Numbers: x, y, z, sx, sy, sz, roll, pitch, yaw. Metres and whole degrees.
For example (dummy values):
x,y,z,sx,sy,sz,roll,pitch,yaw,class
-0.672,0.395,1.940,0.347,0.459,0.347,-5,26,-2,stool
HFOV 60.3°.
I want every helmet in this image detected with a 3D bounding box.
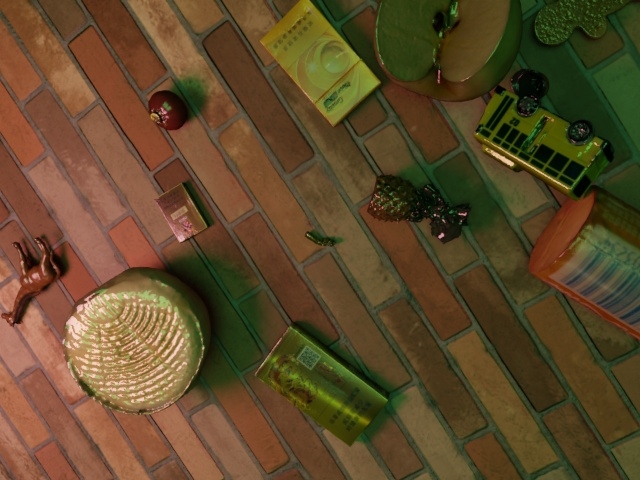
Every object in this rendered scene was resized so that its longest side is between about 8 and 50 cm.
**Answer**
x,y,z,sx,sy,sz,roll,pitch,yaw,class
0.469,-0.345,1.216,0.084,0.049,0.065,44,135,31,helmet

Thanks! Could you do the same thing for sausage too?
x,y,z,sx,sy,sz,roll,pitch,yaw,class
0.628,0.051,1.157,0.287,0.233,0.233,31,102,4,sausage

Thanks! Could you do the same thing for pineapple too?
x,y,z,sx,sy,sz,roll,pitch,yaw,class
0.232,-0.075,1.276,0.236,0.119,0.111,16,57,3,pineapple

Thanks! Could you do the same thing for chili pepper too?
x,y,z,sx,sy,sz,roll,pitch,yaw,class
0.000,0.000,1.365,0.083,0.022,0.027,18,103,11,chili pepper

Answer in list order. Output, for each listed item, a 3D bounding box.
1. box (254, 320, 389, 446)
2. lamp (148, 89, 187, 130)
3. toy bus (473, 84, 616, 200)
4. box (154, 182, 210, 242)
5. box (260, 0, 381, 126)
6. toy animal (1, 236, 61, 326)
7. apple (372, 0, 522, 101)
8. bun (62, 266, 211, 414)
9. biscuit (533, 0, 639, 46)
x,y,z,sx,sy,sz,roll,pitch,yaw,class
0.003,0.368,1.409,0.311,0.043,0.173,36,103,3,box
-0.374,-0.319,1.350,0.101,0.090,0.101,25,141,22,lamp
0.457,-0.205,1.153,0.262,0.128,0.150,41,107,31,toy bus
-0.356,-0.071,1.417,0.090,0.023,0.133,-30,93,14,box
0.001,-0.417,1.290,0.152,0.043,0.269,-40,90,14,box
-0.803,0.116,1.504,0.224,0.066,0.230,-10,102,11,toy animal
0.267,-0.430,1.147,0.294,0.233,0.258,13,87,19,apple
-0.445,0.239,1.389,0.363,0.202,0.365,0,99,3,bun
0.567,-0.512,1.181,0.250,0.036,0.166,-38,90,10,biscuit
